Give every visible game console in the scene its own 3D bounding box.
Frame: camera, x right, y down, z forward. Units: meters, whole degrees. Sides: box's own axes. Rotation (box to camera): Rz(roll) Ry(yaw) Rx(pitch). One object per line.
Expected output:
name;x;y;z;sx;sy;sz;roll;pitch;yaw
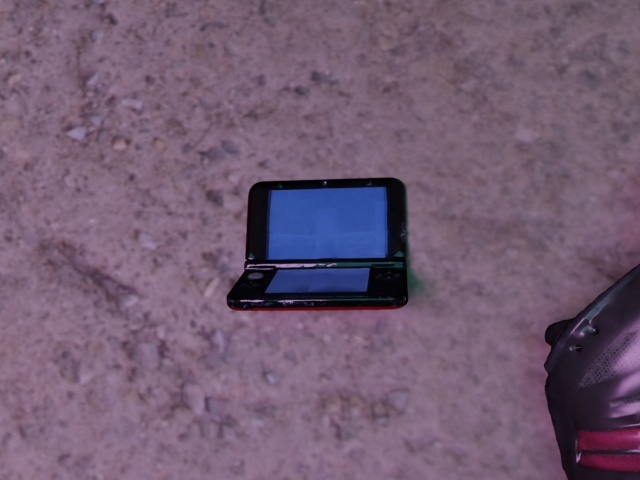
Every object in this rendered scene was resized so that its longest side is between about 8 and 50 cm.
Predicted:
game console;0.000;0.000;0.545;0.144;0.124;0.085;-2;105;7

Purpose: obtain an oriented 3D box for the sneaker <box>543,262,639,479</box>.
sneaker;0.250;0.141;0.461;0.202;0.185;0.483;18;82;37
